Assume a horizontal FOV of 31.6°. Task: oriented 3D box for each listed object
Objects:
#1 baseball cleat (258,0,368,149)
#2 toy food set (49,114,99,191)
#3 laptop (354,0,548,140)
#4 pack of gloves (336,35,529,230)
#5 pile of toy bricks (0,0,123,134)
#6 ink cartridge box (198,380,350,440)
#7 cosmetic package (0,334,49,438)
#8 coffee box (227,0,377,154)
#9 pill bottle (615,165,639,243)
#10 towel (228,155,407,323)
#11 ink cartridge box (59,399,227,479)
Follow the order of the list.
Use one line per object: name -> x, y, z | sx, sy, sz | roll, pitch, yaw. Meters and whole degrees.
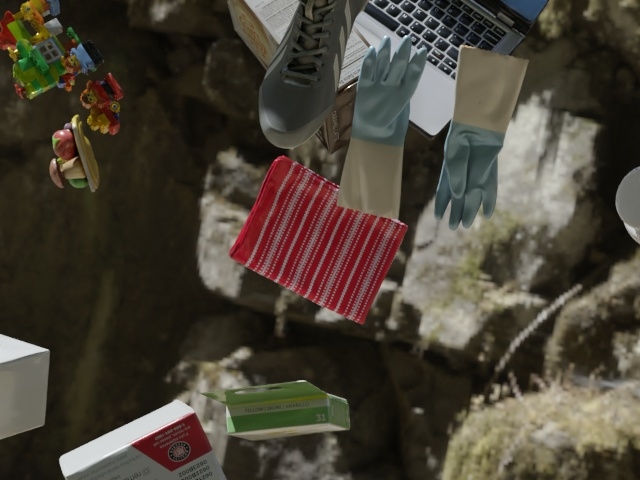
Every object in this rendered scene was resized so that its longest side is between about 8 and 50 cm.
baseball cleat -> -0.010, -0.185, 0.975 | 0.072, 0.205, 0.109 | 13, -20, 16
toy food set -> -0.432, -0.143, 1.946 | 0.071, 0.128, 0.218 | -16, 11, -5
laptop -> 0.154, -0.442, 1.700 | 0.382, 0.408, 0.236 | 37, -25, 11
pack of gloves -> 0.136, -0.133, 1.390 | 0.195, 0.232, 0.046 | 13, 21, 9
pile of toy bricks -> -0.347, -0.220, 1.446 | 0.105, 0.212, 0.118 | -33, -6, -18
ink cartridge box -> -0.066, 0.264, 1.736 | 0.171, 0.056, 0.235 | -9, -15, 14
cosmetic package -> -0.590, 0.229, 1.790 | 0.224, 0.138, 0.225 | 13, 14, 31
coffee box -> -0.020, -0.255, 1.486 | 0.246, 0.098, 0.141 | 54, -9, 21
pill bottle -> 0.471, -0.034, 1.465 | 0.117, 0.117, 0.215 | 12, -3, 45
towel -> 0.000, 0.000, 1.932 | 0.275, 0.198, 0.031 | 28, -5, -17
ink cartridge box -> -0.144, 0.257, 1.042 | 0.128, 0.176, 0.127 | -26, 4, -16
